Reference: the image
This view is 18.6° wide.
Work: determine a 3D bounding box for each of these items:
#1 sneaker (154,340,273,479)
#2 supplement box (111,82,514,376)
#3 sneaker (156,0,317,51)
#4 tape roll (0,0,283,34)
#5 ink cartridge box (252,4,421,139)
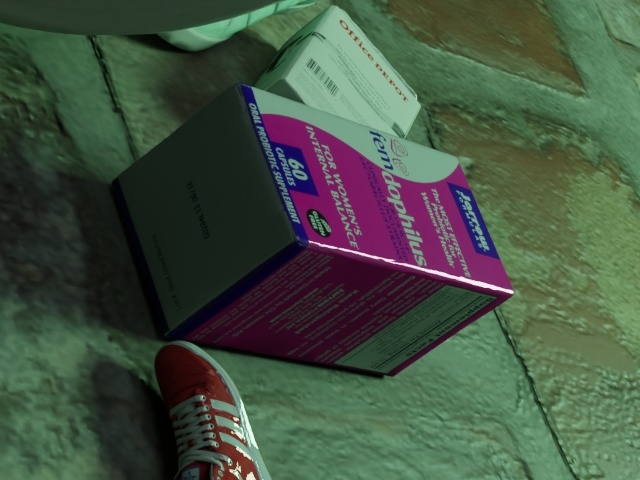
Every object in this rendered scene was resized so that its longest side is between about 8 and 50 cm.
[{"bbox_3d":[-0.067,0.110,1.039,0.118,0.042,0.067,62,27,9],"label":"sneaker"},{"bbox_3d":[0.000,0.000,1.183,0.220,0.114,0.111,15,47,-51],"label":"supplement box"},{"bbox_3d":[-0.028,-0.211,1.321,0.094,0.151,0.256,57,30,2],"label":"sneaker"},{"bbox_3d":[-0.104,-0.268,1.030,0.392,0.392,0.072,28,38,-38],"label":"tape roll"},{"bbox_3d":[0.005,-0.088,1.336,0.099,0.056,0.135,48,30,-11],"label":"ink cartridge box"}]
